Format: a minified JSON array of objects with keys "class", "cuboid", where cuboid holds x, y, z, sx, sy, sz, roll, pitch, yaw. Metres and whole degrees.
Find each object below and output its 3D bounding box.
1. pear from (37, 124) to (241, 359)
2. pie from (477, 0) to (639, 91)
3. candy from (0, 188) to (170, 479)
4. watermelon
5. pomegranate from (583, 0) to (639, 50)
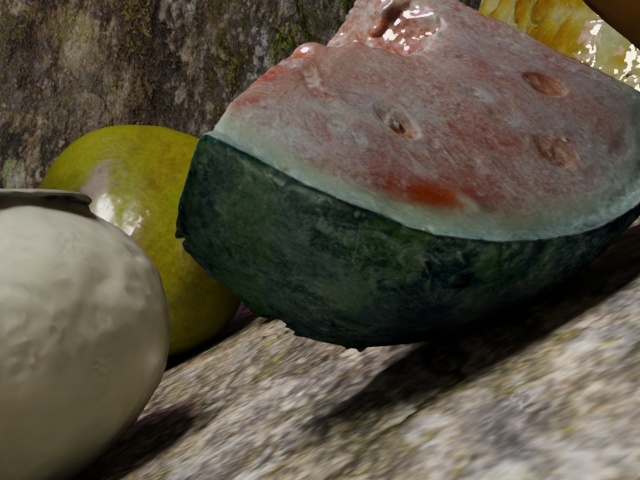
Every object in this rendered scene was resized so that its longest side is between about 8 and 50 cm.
[{"class":"pear","cuboid":[-0.197,0.012,1.223,0.269,0.269,0.321,-24,21,13]},{"class":"pie","cuboid":[0.189,-0.151,0.922,0.075,0.338,0.337,19,-14,-20]},{"class":"candy","cuboid":[-0.223,0.084,0.712,0.295,0.185,0.295,-19,-13,-5]},{"class":"watermelon","cuboid":[0.038,-0.040,0.635,0.318,0.226,0.148,-9,-35,-39]},{"class":"pomegranate","cuboid":[0.277,-0.254,0.558,0.410,0.410,0.410,-24,3,1]}]
